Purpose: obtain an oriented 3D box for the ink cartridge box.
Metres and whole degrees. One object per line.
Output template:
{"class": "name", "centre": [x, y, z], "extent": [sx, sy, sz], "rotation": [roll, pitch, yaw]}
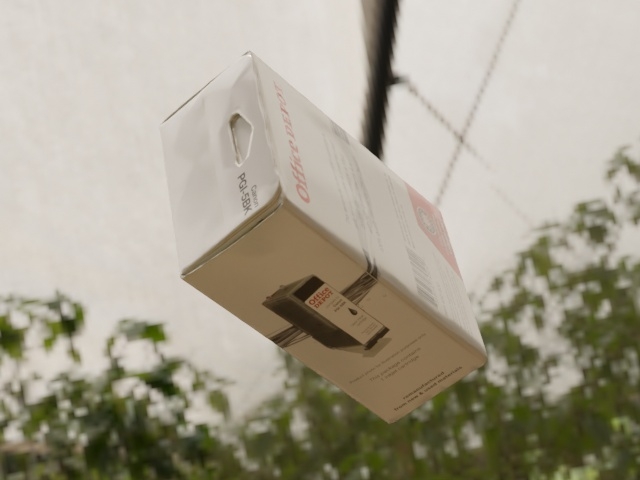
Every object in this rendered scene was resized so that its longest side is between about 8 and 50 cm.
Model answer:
{"class": "ink cartridge box", "centre": [0.000, 0.000, 0.684], "extent": [0.056, 0.099, 0.135], "rotation": [-36, -51, 21]}
